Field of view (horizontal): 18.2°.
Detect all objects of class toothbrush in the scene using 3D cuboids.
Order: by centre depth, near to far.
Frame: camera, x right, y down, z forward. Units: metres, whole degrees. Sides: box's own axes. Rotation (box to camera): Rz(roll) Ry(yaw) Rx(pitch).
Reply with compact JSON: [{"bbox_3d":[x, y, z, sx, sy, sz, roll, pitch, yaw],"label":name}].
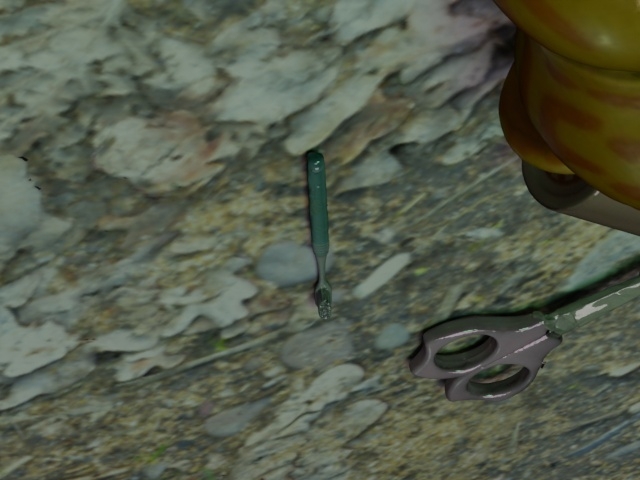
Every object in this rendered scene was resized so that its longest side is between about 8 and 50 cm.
[{"bbox_3d":[0.000,0.000,1.145,0.011,0.014,0.167,-6,148,-2],"label":"toothbrush"}]

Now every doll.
[{"bbox_3d":[0.152,-0.118,0.901,0.162,0.167,0.269,-21,146,2],"label":"doll"}]

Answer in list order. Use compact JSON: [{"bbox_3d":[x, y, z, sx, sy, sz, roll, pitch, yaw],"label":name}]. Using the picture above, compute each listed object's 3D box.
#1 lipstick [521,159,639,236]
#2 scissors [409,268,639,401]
[{"bbox_3d":[0.227,-0.026,1.164,0.254,0.070,0.070,14,137,-41],"label":"lipstick"},{"bbox_3d":[0.161,0.048,1.297,0.212,0.021,0.110,-29,144,18],"label":"scissors"}]
